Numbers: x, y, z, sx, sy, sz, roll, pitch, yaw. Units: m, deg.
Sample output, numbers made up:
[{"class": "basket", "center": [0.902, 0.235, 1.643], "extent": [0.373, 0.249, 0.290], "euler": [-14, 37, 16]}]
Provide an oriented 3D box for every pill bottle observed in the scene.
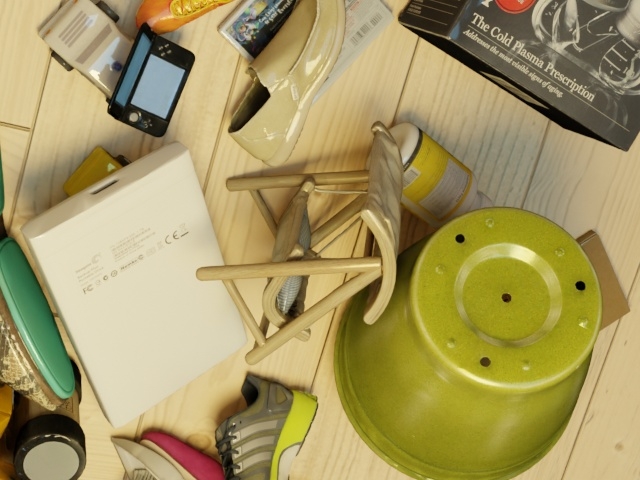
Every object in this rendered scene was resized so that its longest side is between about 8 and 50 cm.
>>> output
[{"class": "pill bottle", "center": [0.162, -0.082, 1.710], "extent": [0.184, 0.103, 0.103], "euler": [36, 93, -26]}]

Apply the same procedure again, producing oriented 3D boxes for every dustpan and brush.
[{"class": "dustpan and brush", "center": [-0.219, 0.362, 1.672], "extent": [0.060, 0.211, 0.147], "euler": [-44, 124, -45]}]

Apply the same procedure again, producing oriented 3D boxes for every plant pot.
[{"class": "plant pot", "center": [0.212, 0.124, 1.574], "extent": [0.367, 0.353, 0.366], "euler": [1, 70, -3]}]

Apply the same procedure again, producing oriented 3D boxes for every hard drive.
[{"class": "hard drive", "center": [-0.236, 0.066, 1.572], "extent": [0.233, 0.047, 0.353], "euler": [-32, 133, -22]}]

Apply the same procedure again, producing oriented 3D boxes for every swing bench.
[{"class": "swing bench", "center": [0.000, 0.000, 1.555], "extent": [0.255, 0.253, 0.165], "euler": [-20, 116, 18]}]

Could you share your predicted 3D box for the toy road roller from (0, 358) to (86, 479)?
[{"class": "toy road roller", "center": [-0.478, 0.266, 1.560], "extent": [0.330, 0.202, 0.240], "euler": [25, 109, -25]}]

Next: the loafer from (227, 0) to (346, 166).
[{"class": "loafer", "center": [-0.047, -0.229, 1.568], "extent": [0.092, 0.102, 0.268], "euler": [14, 104, -28]}]

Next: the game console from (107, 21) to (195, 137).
[{"class": "game console", "center": [-0.212, -0.200, 1.482], "extent": [0.107, 0.071, 0.122], "euler": [23, 89, -31]}]

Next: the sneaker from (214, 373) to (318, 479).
[{"class": "sneaker", "center": [-0.107, 0.322, 1.692], "extent": [0.121, 0.300, 0.111], "euler": [29, 135, -6]}]

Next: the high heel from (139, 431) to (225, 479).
[{"class": "high heel", "center": [-0.107, 0.380, 1.800], "extent": [0.377, 0.127, 0.181], "euler": [48, 50, -17]}]

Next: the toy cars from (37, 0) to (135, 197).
[{"class": "toy cars", "center": [-0.259, -0.133, 1.558], "extent": [0.177, 0.087, 0.393], "euler": [-11, 110, -16]}]

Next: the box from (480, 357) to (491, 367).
[{"class": "box", "center": [0.236, 0.234, 1.831], "extent": [0.182, 0.119, 0.181], "euler": [-21, 113, -11]}]

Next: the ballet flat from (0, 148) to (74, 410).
[{"class": "ballet flat", "center": [-0.459, -0.002, 1.493], "extent": [0.182, 0.164, 0.482], "euler": [-14, 99, 2]}]

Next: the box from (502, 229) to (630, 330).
[{"class": "box", "center": [0.389, 0.102, 1.893], "extent": [0.201, 0.021, 0.164], "euler": [-32, 115, -7]}]

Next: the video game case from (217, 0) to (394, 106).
[{"class": "video game case", "center": [-0.018, -0.300, 1.622], "extent": [0.190, 0.022, 0.173], "euler": [-47, 116, 1]}]

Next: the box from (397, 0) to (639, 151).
[{"class": "box", "center": [0.346, -0.348, 1.644], "extent": [0.343, 0.179, 0.312], "euler": [27, 96, -25]}]

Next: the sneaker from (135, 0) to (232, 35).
[{"class": "sneaker", "center": [-0.163, -0.322, 1.536], "extent": [0.175, 0.067, 0.064], "euler": [-31, 109, -10]}]
